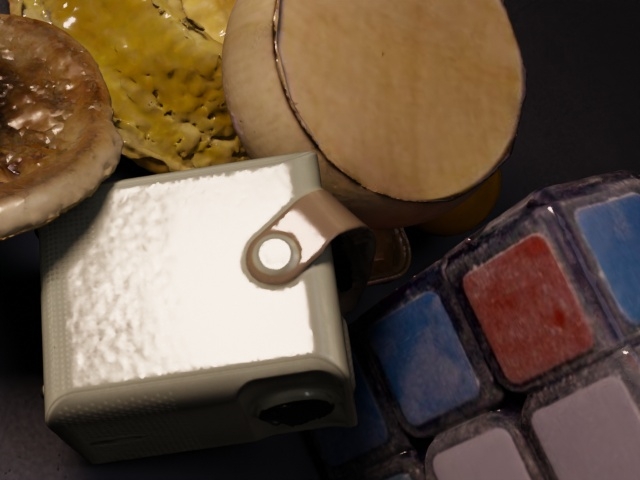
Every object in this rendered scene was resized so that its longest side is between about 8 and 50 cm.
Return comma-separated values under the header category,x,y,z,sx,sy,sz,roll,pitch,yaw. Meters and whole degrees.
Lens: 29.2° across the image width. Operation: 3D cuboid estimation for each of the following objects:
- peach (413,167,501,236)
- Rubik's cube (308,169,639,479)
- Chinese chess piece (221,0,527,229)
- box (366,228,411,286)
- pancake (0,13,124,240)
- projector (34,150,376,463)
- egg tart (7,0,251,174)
category,x,y,z,sx,sy,sz,roll,pitch,yaw
peach,0.100,-0.089,1.170,0.179,0.103,0.179,56,11,-17
Rubik's cube,0.241,0.156,0.999,0.359,0.362,0.363,-11,72,-39
Chinese chess piece,0.045,-0.137,1.003,0.257,0.104,0.257,7,76,-29
box,0.000,0.000,1.068,0.177,0.111,0.111,-12,73,-42
pancake,-0.272,-0.079,0.861,0.282,0.049,0.282,5,42,-4
projector,-0.074,0.049,0.881,0.242,0.163,0.177,-9,67,-1
egg tart,-0.109,-0.208,1.085,0.345,0.132,0.345,17,58,-29
